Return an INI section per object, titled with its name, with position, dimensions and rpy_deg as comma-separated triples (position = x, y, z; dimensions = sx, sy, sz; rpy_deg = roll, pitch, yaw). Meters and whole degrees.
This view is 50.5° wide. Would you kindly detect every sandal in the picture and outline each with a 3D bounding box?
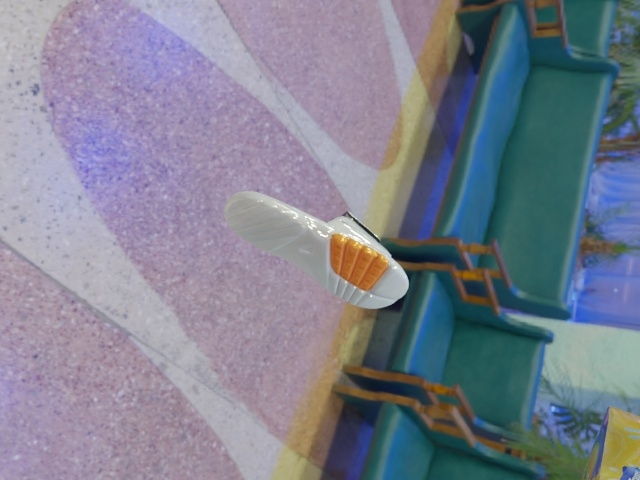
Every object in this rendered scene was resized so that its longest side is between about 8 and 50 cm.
[sandal]
position = 0.006, -0.006, 0.862
dimensions = 0.265, 0.102, 0.076
rpy_deg = 31, 43, -20

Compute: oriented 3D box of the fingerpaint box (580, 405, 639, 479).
[fingerpaint box]
position = 0.319, 0.306, 0.396
dimensions = 0.444, 0.371, 0.163
rpy_deg = -15, 121, -64
